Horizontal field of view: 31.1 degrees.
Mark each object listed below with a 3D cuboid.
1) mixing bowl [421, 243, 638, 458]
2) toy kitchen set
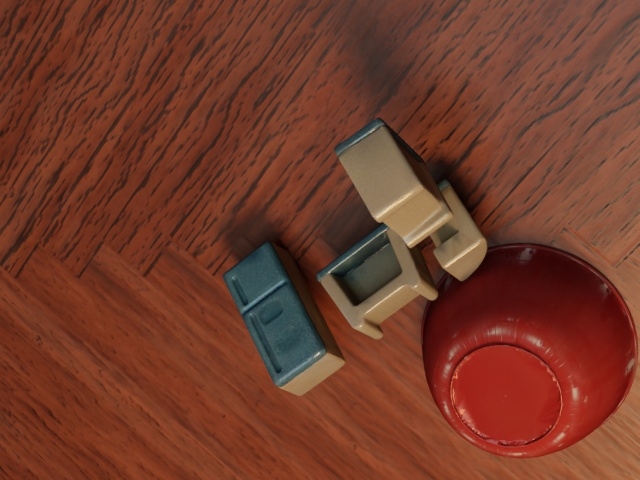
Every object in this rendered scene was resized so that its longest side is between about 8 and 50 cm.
[{"bbox_3d":[0.155,0.103,0.914,0.181,0.098,0.182,7,111,19],"label":"mixing bowl"},{"bbox_3d":[0.000,0.000,0.894,0.207,0.166,0.122,-37,58,13],"label":"toy kitchen set"}]
